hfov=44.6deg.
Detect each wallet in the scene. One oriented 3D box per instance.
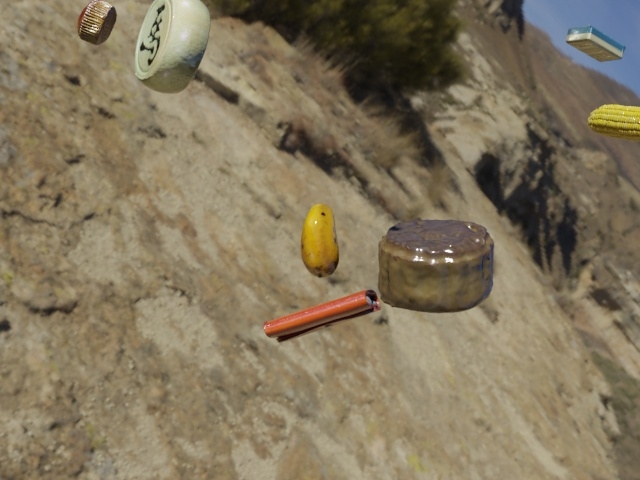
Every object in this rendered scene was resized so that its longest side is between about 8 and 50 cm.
[{"bbox_3d":[0.006,0.143,1.467,0.142,0.204,0.045,25,47,-75],"label":"wallet"}]

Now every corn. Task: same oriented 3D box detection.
[{"bbox_3d":[0.737,-0.277,1.850,0.081,0.081,0.248,40,-4,-27],"label":"corn"}]

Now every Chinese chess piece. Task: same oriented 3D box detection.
[{"bbox_3d":[-0.367,-0.486,1.919,0.101,0.250,0.250,15,34,-34],"label":"Chinese chess piece"}]

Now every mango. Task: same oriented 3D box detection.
[{"bbox_3d":[-0.001,0.002,1.876,0.115,0.090,0.178,-26,116,-71],"label":"mango"}]

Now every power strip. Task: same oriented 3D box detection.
[{"bbox_3d":[0.544,-0.386,1.541,0.123,0.032,0.056,14,-2,-35],"label":"power strip"}]

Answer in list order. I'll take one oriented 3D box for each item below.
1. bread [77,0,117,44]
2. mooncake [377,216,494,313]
[{"bbox_3d":[-0.407,-0.397,1.408,0.053,0.085,0.085,26,20,-5],"label":"bread"},{"bbox_3d":[0.309,0.059,2.105,0.324,0.324,0.187,-77,165,-69],"label":"mooncake"}]
